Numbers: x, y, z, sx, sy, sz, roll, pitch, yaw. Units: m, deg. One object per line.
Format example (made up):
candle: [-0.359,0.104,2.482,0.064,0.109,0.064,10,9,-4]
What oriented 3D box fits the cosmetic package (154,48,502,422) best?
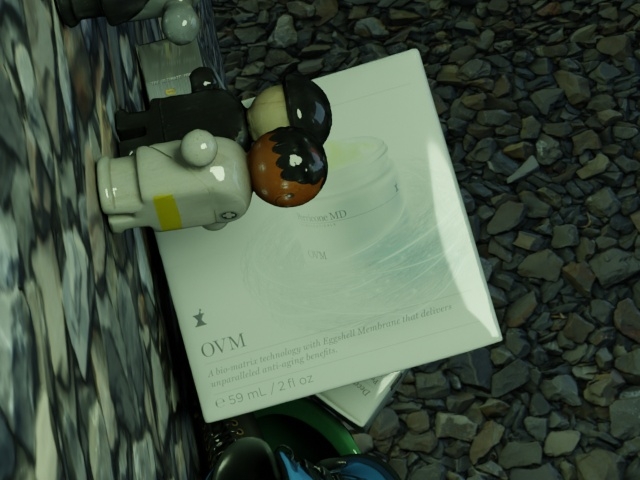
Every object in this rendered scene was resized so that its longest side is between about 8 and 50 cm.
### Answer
cosmetic package: [0.000,0.000,0.938,0.138,0.224,0.224,38,36,-82]

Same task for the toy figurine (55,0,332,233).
toy figurine: [-0.069,-0.117,0.762,0.209,0.148,0.213,-104,-175,-72]

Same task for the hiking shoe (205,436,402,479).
hiking shoe: [-0.011,0.184,0.818,0.304,0.113,0.132,-30,103,-72]

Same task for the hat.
hat: [0.015,0.201,1.159,0.208,0.173,0.183,55,32,14]

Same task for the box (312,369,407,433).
box: [0.000,0.072,1.099,0.182,0.119,0.181,36,-7,8]

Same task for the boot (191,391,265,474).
boot: [-0.078,0.176,0.992,0.198,0.077,0.137,71,-6,-83]

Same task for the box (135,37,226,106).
box: [-0.106,-0.073,1.152,0.231,0.056,0.183,63,13,-82]
